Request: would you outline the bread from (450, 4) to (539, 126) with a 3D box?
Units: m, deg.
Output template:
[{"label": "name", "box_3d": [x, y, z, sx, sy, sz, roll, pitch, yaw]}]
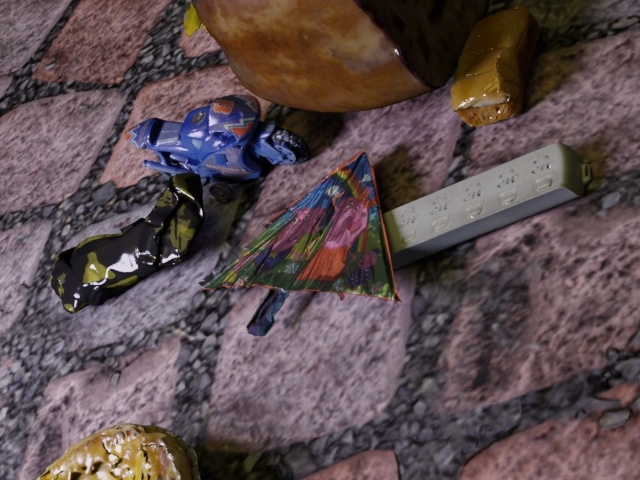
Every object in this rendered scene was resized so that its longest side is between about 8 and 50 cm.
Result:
[{"label": "bread", "box_3d": [0.173, -0.173, 1.506, 0.074, 0.053, 0.132, -10, 45, 37]}]

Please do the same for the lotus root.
[{"label": "lotus root", "box_3d": [0.002, -0.292, 1.574, 0.250, 0.316, 0.316, -12, 46, 38]}]

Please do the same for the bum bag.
[{"label": "bum bag", "box_3d": [-0.215, 0.011, 1.680, 0.232, 0.060, 0.107, -30, 40, 30]}]

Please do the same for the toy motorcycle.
[{"label": "toy motorcycle", "box_3d": [-0.112, -0.106, 1.658, 0.205, 0.114, 0.076, -9, 49, 37]}]

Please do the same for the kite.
[{"label": "kite", "box_3d": [0.000, 0.000, 1.503, 0.321, 0.016, 0.234, 2, 54, 51]}]

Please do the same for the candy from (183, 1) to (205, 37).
[{"label": "candy", "box_3d": [-0.024, -0.321, 1.818, 0.297, 0.081, 0.187, 0, 54, 30]}]

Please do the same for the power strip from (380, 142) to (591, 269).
[{"label": "power strip", "box_3d": [0.132, -0.025, 1.418, 0.252, 0.027, 0.060, -23, 41, 26]}]

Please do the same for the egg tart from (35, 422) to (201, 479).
[{"label": "egg tart", "box_3d": [-0.193, 0.273, 1.371, 0.234, 0.094, 0.234, -28, 36, 23]}]
